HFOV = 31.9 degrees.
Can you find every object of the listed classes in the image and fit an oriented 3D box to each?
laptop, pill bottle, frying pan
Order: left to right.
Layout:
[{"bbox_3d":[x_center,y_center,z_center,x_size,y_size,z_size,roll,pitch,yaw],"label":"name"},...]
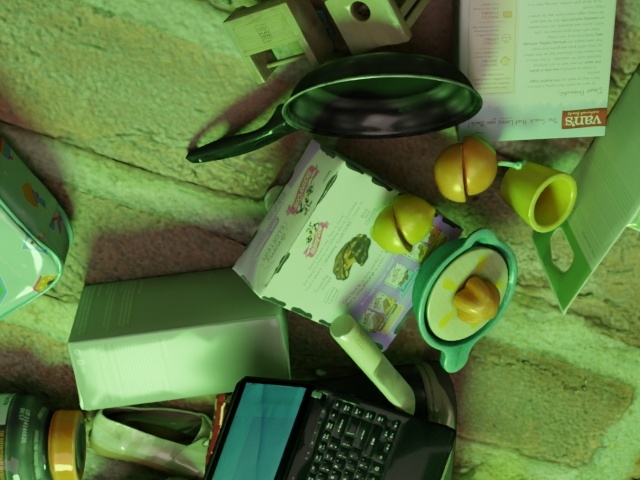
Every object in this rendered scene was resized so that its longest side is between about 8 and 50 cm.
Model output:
[{"bbox_3d":[-0.406,0.247,1.333,0.246,0.130,0.130,0,119,-2],"label":"pill bottle"},{"bbox_3d":[-0.001,0.282,1.189,0.264,0.136,0.234,20,91,-6],"label":"laptop"},{"bbox_3d":[0.023,-0.128,1.156,0.197,0.053,0.326,6,167,-35],"label":"frying pan"}]

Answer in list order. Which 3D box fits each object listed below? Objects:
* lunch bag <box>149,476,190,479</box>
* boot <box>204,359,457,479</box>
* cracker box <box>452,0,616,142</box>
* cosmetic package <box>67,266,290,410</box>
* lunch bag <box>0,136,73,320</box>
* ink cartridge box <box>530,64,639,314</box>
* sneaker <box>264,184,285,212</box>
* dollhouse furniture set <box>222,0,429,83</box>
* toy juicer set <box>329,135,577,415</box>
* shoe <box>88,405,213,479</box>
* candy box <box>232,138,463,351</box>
[{"bbox_3d":[-0.183,0.447,1.410,0.305,0.212,0.256,36,144,-21],"label":"lunch bag"},{"bbox_3d":[0.006,0.324,1.336,0.284,0.138,0.377,3,102,-15],"label":"boot"},{"bbox_3d":[0.214,-0.219,1.140,0.156,0.067,0.232,-2,118,1],"label":"cracker box"},{"bbox_3d":[-0.154,0.106,1.271,0.238,0.127,0.107,-4,119,2],"label":"cosmetic package"},{"bbox_3d":[-0.423,-0.029,1.193,0.224,0.108,0.279,-31,115,17],"label":"lunch bag"},{"bbox_3d":[0.317,-0.049,1.179,0.056,0.171,0.235,20,117,-13],"label":"ink cartridge box"},{"bbox_3d":[0.000,0.000,1.256,0.152,0.061,0.053,33,111,-20],"label":"sneaker"},{"bbox_3d":[0.005,-0.259,1.098,0.184,0.129,0.129,-9,123,37],"label":"dollhouse furniture set"},{"bbox_3d":[0.127,0.045,1.171,0.209,0.089,0.329,23,101,-43],"label":"toy juicer set"},{"bbox_3d":[-0.174,0.246,1.375,0.219,0.076,0.058,12,123,-7],"label":"shoe"},{"bbox_3d":[0.032,0.009,1.198,0.196,0.070,0.165,27,99,-39],"label":"candy box"}]
